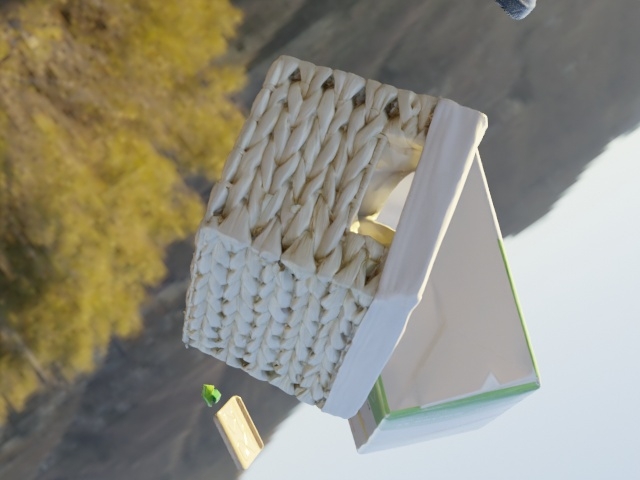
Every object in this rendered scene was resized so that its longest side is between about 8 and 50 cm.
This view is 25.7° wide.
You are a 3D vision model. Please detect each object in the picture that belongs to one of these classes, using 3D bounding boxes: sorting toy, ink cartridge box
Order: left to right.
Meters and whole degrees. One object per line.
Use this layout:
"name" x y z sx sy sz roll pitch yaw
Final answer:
"sorting toy" -0.082 0.163 1.268 0.012 0.083 0.062 -25 -177 18
"ink cartridge box" 0.067 0.059 1.145 0.119 0.207 0.353 -13 167 -5

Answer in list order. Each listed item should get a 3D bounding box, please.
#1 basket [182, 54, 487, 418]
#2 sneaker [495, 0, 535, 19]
"basket" 0.000 0.000 0.683 0.167 0.103 0.113 112 1 -64
"sneaker" 0.125 -0.214 0.932 0.089 0.051 0.170 -43 145 16
